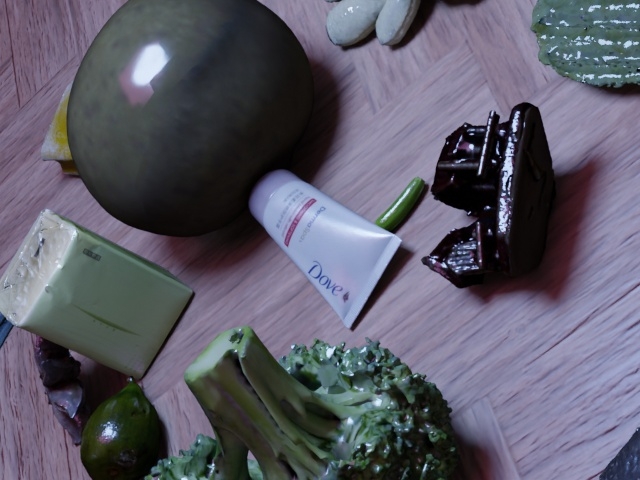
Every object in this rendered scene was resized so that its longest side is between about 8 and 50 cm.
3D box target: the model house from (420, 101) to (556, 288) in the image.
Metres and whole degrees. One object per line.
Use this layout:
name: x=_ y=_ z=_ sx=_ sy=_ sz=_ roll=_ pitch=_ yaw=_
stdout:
model house: x=0.182 y=-0.046 z=1.651 sx=0.164 sy=0.141 sz=0.203 roll=2 pitch=69 yaw=35

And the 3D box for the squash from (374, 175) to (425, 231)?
squash: x=0.103 y=-0.044 z=1.815 sx=0.089 sy=0.027 sz=0.027 roll=-49 pitch=41 yaw=12

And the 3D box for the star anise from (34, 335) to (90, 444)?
star anise: x=-0.373 y=0.207 z=2.062 sx=0.065 sy=0.195 sz=0.182 roll=-15 pitch=15 yaw=-13

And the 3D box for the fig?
fig: x=-0.265 y=0.254 z=1.956 sx=0.117 sy=0.117 sz=0.177 roll=-26 pitch=27 yaw=32

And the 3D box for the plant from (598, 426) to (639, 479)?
plant: x=0.340 y=0.215 z=1.365 sx=0.143 sy=0.094 sz=0.092 roll=-49 pitch=25 yaw=28

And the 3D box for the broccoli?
broccoli: x=-0.033 y=0.223 z=1.603 sx=0.375 sy=0.302 sz=0.249 roll=-25 pitch=5 yaw=21

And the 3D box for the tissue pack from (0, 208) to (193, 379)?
tissue pack: x=-0.323 y=0.078 z=2.010 sx=0.125 sy=0.234 sz=0.159 roll=32 pitch=90 yaw=50

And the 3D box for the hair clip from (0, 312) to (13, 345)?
hair clip: x=-0.513 y=0.126 z=2.322 sx=0.275 sy=0.048 sz=0.083 roll=-54 pitch=36 yaw=3

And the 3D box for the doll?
doll: x=0.105 y=-0.379 z=1.974 sx=0.278 sy=0.175 sz=0.149 roll=-24 pitch=12 yaw=45

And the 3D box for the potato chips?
potato chips: x=0.433 y=-0.336 z=1.632 sx=0.429 sy=0.070 sz=0.358 roll=2 pitch=69 yaw=46

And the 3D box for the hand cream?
hand cream: x=0.000 y=0.000 z=1.861 sx=0.248 sy=0.083 sz=0.133 roll=39 pitch=107 yaw=43

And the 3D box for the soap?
soap: x=-0.338 y=-0.188 z=2.315 sx=0.257 sy=0.080 sz=0.160 roll=3 pitch=68 yaw=47

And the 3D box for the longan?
longan: x=-0.183 y=-0.180 z=1.979 sx=0.361 sy=0.361 sz=0.361 roll=-25 pitch=50 yaw=33
